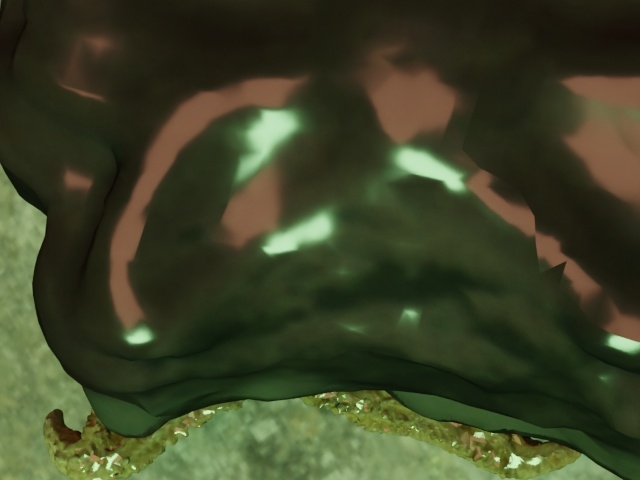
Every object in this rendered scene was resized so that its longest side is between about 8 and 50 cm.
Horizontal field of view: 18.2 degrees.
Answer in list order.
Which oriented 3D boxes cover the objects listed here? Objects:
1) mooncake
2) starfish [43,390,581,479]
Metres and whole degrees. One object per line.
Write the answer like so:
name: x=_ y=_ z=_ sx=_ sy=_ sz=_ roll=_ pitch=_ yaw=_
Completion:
mooncake: x=0.051 y=-0.070 z=0.833 sx=0.381 sy=0.212 sz=0.350 roll=-5 pitch=77 yaw=8
starfish: x=0.001 y=0.001 z=0.961 sx=0.302 sy=0.060 sz=0.299 roll=20 pitch=85 yaw=13
